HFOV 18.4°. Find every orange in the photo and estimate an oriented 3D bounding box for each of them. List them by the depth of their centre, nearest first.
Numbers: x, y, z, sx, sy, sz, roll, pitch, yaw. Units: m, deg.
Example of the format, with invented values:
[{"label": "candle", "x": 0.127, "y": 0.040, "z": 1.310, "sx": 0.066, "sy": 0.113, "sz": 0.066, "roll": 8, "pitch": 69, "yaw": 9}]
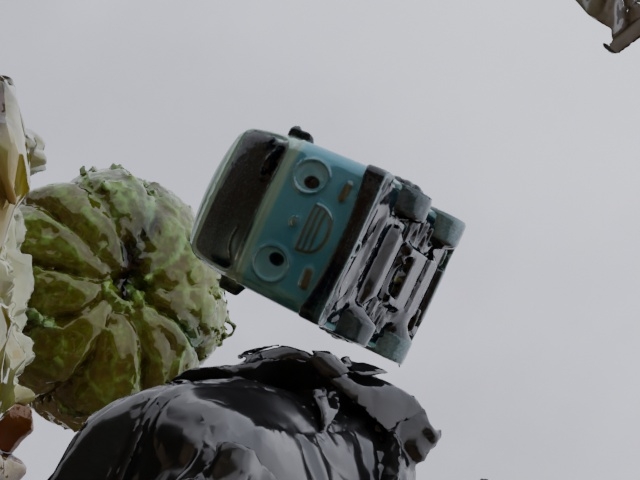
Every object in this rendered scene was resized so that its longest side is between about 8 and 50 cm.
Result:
[{"label": "orange", "x": -0.252, "y": 0.059, "z": 2.206, "sx": 0.300, "sy": 0.301, "sz": 0.223, "roll": 43, "pitch": -24, "yaw": -21}]

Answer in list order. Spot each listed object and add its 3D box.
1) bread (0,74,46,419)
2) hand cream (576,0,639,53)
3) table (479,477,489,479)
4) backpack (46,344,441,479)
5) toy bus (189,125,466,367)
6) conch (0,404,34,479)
[{"label": "bread", "x": -0.271, "y": 0.019, "z": 1.049, "sx": 0.315, "sy": 0.270, "sz": 0.211, "roll": -155, "pitch": -126, "yaw": -74}, {"label": "hand cream", "x": 0.109, "y": -0.199, "z": 1.032, "sx": 0.084, "sy": 0.050, "sz": 0.257, "roll": -40, "pitch": -66, "yaw": 19}, {"label": "table", "x": 0.232, "y": 0.381, "z": 2.195, "sx": 0.226, "sy": 0.167, "sz": 0.167, "roll": 43, "pitch": -39, "yaw": 14}, {"label": "backpack", "x": -0.074, "y": 0.239, "z": 1.282, "sx": 0.254, "sy": 0.445, "sz": 0.363, "roll": 17, "pitch": -91, "yaw": 17}, {"label": "toy bus", "x": 0.000, "y": 0.000, "z": 1.534, "sx": 0.164, "sy": 0.133, "sz": 0.271, "roll": 25, "pitch": -2, "yaw": 18}, {"label": "conch", "x": -0.322, "y": 0.117, "z": 1.427, "sx": 0.127, "sy": 0.158, "sz": 0.255, "roll": -16, "pitch": -40, "yaw": 22}]
